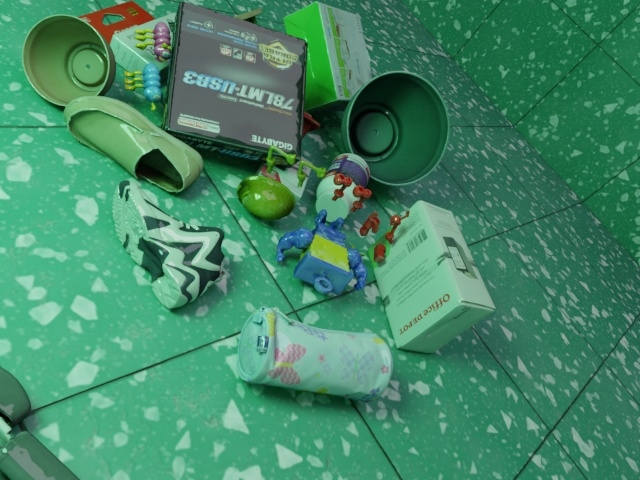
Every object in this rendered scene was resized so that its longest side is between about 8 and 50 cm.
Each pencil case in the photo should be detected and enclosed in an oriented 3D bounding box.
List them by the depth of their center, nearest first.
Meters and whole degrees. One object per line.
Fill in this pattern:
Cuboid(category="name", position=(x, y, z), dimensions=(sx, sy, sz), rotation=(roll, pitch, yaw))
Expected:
Cuboid(category="pencil case", position=(-0.007, 0.199, 0.910), dimensions=(0.273, 0.113, 0.124), rotation=(19, 64, -29))

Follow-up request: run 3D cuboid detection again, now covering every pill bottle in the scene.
Cuboid(category="pill bottle", position=(0.052, -0.126, 1.297), dimensions=(0.108, 0.108, 0.193), rotation=(36, 36, -8))

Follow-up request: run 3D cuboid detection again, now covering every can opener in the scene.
Cuboid(category="can opener", position=(-0.332, 0.243, 0.608), dimensions=(0.280, 0.074, 0.093), rotation=(45, 36, 4))

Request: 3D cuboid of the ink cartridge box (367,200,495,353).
Cuboid(category="ink cartridge box", position=(0.233, 0.083, 1.174), dimensions=(0.114, 0.198, 0.273), rotation=(16, 44, -33))

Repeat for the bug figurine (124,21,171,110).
Cuboid(category="bug figurine", position=(-0.302, -0.372, 1.188), dimensions=(0.279, 0.072, 0.217), rotation=(1, 75, -52))

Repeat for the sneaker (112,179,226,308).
Cuboid(category="sneaker", position=(-0.247, -0.008, 0.922), dimensions=(0.235, 0.094, 0.153), rotation=(52, 37, 14))

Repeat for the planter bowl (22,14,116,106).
Cuboid(category="planter bowl", position=(-0.465, -0.339, 1.024), dimensions=(0.162, 0.162, 0.109), rotation=(38, 11, -6))

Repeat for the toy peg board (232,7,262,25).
Cuboid(category="toy peg board", position=(-0.248, -0.562, 1.458), dimensions=(0.161, 0.160, 0.079), rotation=(-55, 129, -53))

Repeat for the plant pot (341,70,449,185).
Cuboid(category="plant pot", position=(0.178, -0.303, 1.468), dimensions=(0.293, 0.293, 0.196), rotation=(27, 0, -19))

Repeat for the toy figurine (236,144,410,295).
Cuboid(category="toy figurine", position=(0.000, 0.000, 1.069), dimensions=(0.362, 0.191, 0.217), rotation=(26, 44, -19))

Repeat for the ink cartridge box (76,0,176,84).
Cuboid(category="ink cartridge box", position=(-0.427, -0.504, 1.288), dimensions=(0.239, 0.060, 0.275), rotation=(38, 37, -7))

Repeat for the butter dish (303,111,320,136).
Cuboid(category="butter dish", position=(-0.104, -0.274, 1.306), dimensions=(0.160, 0.118, 0.160), rotation=(27, -3, -20))

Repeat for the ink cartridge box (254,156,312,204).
Cuboid(category="ink cartridge box", position=(-0.089, -0.150, 1.231), dimensions=(0.109, 0.063, 0.151), rotation=(31, 39, -13))

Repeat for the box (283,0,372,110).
Cuboid(category="box", position=(0.036, -0.512, 1.513), dimensions=(0.231, 0.126, 0.262), rotation=(-21, 100, -55))

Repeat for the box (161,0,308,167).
Cuboid(category="box", position=(-0.177, -0.328, 1.141), dimensions=(0.295, 0.073, 0.294), rotation=(10, 73, -24))

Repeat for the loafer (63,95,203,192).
Cuboid(category="loafer", position=(-0.346, -0.176, 0.994), dimensions=(0.268, 0.102, 0.092), rotation=(24, 34, -23))
